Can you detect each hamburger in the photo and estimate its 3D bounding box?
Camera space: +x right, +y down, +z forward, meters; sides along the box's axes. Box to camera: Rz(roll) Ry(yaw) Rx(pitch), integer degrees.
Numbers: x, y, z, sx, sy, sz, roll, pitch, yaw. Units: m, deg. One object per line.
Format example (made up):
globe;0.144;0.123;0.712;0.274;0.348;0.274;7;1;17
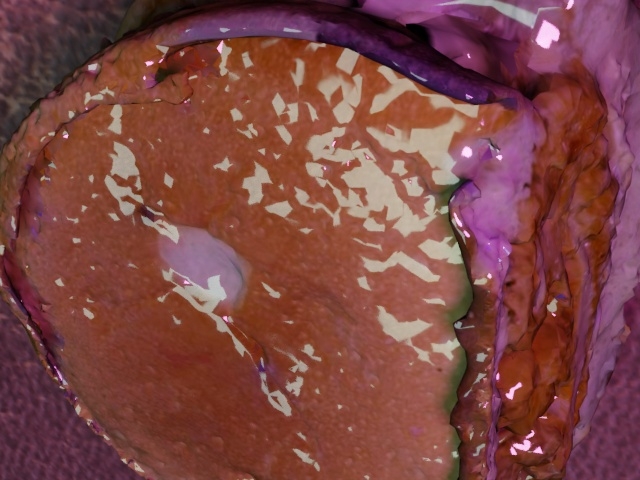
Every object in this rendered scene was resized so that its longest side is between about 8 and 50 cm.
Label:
hamburger;0.000;0.000;0.860;0.277;0.195;0.318;18;132;17
